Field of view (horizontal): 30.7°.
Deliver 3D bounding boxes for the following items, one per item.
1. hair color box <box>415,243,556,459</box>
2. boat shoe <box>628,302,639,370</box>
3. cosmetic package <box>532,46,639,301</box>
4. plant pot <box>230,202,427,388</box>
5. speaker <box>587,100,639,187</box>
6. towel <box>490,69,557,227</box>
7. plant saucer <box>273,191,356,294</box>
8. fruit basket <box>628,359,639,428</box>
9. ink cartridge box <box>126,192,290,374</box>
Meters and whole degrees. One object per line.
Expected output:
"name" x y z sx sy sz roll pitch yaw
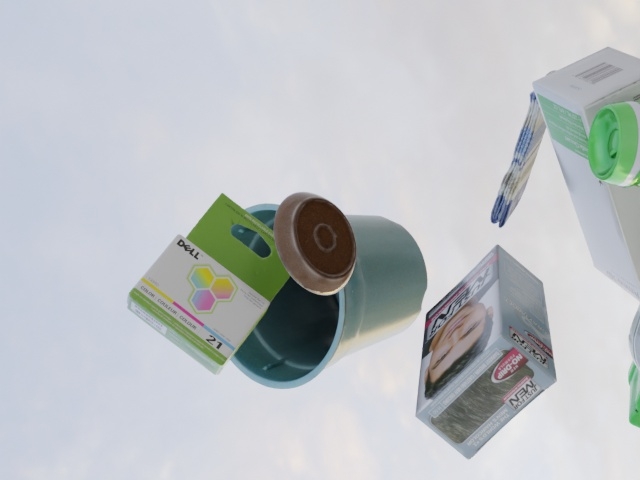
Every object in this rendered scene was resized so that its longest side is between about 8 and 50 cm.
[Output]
"hair color box" 0.258 0.164 1.837 0.113 0.185 0.374 40 -160 -8
"boat shoe" 0.490 0.127 1.648 0.081 0.079 0.228 -100 4 -50
"cosmetic package" 0.495 -0.105 1.872 0.366 0.155 0.197 67 174 -22
"plant pot" 0.014 0.086 2.251 0.334 0.341 0.341 -9 -96 -50
"speaker" 0.542 -0.130 1.671 0.296 0.131 0.131 3 -111 -12
"towel" 0.398 -0.181 2.243 0.209 0.034 0.285 -43 -29 -61
"plant saucer" 0.000 0.000 1.800 0.168 0.029 0.169 21 -121 -39
"fruit basket" 0.771 0.248 2.155 0.392 0.392 0.283 -52 -23 -50
"ink cartridge box" -0.161 0.056 1.873 0.188 0.097 0.255 37 -109 1
